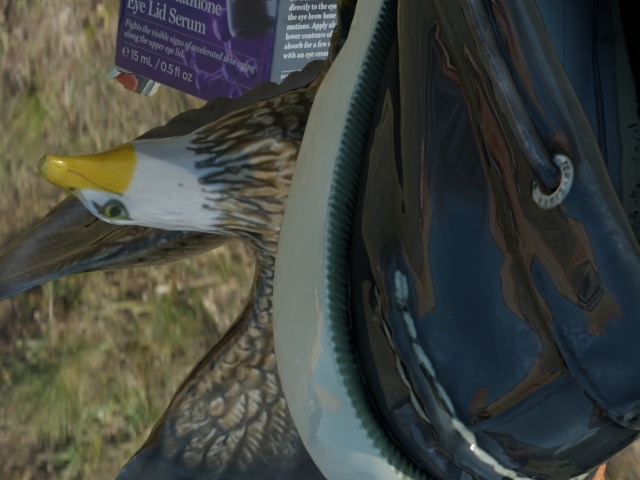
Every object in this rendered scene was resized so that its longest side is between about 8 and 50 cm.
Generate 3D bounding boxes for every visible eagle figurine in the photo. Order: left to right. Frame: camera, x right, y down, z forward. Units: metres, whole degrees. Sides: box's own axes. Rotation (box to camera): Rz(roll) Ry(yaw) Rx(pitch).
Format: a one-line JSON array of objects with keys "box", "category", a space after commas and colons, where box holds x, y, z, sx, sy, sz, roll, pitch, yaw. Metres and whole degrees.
[{"box": [-0.011, -0.003, 0.705, 0.225, 0.226, 0.298, 28, 139, -2], "category": "eagle figurine"}]

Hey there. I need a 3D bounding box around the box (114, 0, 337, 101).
[{"box": [-0.035, -0.191, 1.128, 0.108, 0.153, 0.207, -10, 113, -43], "category": "box"}]

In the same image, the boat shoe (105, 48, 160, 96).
[{"box": [-0.110, -0.155, 1.377, 0.043, 0.049, 0.137, 34, 132, -23], "category": "boat shoe"}]

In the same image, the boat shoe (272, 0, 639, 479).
[{"box": [0.070, -0.096, 0.469, 0.127, 0.340, 0.113, 33, 143, -31], "category": "boat shoe"}]

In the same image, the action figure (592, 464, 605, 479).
[{"box": [0.127, 0.104, 1.309, 0.330, 0.178, 0.341, 49, 55, -27], "category": "action figure"}]
